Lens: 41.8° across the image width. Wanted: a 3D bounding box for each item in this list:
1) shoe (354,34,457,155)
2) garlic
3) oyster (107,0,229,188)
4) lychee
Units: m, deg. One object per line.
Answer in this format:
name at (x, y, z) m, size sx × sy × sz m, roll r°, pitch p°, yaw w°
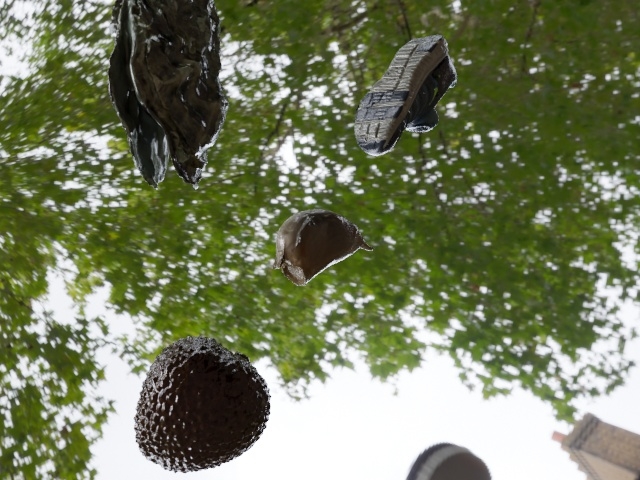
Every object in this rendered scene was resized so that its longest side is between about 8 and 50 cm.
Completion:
shoe at (0.130, -0.194, 1.185) m, size 0.207 × 0.092 × 0.106 m, roll -53°, pitch -56°, yaw -22°
garlic at (-0.006, -0.001, 1.032) m, size 0.152 × 0.066 × 0.084 m, roll -29°, pitch -71°, yaw -45°
oyster at (-0.187, -0.239, 1.056) m, size 0.158 × 0.162 × 0.350 m, roll 7°, pitch -103°, yaw -8°
lychee at (-0.162, 0.224, 1.151) m, size 0.195 × 0.194 × 0.194 m, roll -2°, pitch -86°, yaw -25°
